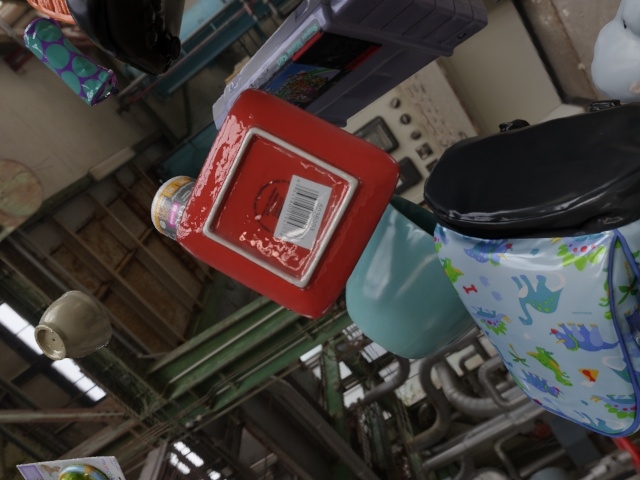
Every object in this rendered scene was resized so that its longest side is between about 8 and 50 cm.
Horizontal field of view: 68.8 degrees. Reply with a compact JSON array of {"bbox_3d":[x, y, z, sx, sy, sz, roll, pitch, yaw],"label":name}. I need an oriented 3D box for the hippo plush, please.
[{"bbox_3d":[0.495,-0.260,0.583,0.234,0.237,0.294,61,153,31],"label":"hippo plush"}]

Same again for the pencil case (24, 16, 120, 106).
[{"bbox_3d":[-0.413,-0.298,0.780,0.152,0.070,0.064,42,-174,-8],"label":"pencil case"}]

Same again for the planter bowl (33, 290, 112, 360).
[{"bbox_3d":[-0.601,0.216,1.112,0.162,0.162,0.109,54,-148,-6],"label":"planter bowl"}]

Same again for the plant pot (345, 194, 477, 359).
[{"bbox_3d":[0.187,0.083,0.905,0.293,0.235,0.293,27,-163,-9],"label":"plant pot"}]

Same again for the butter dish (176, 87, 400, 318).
[{"bbox_3d":[-0.025,-0.034,0.443,0.160,0.160,0.118,28,-170,7],"label":"butter dish"}]

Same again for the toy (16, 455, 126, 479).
[{"bbox_3d":[-0.519,0.526,0.976,0.056,0.237,0.137,-69,-32,-64],"label":"toy"}]

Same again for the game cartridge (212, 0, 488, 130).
[{"bbox_3d":[0.019,-0.236,0.657,0.230,0.355,0.068,-13,-95,-39],"label":"game cartridge"}]

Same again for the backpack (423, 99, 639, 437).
[{"bbox_3d":[0.308,0.053,0.563,0.355,0.273,0.290,41,161,-28],"label":"backpack"}]

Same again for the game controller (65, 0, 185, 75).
[{"bbox_3d":[-0.125,-0.297,0.357,0.067,0.319,0.166,10,-170,-11],"label":"game controller"}]

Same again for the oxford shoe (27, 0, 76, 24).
[{"bbox_3d":[-0.226,-0.339,0.571,0.133,0.364,0.130,-44,-42,-54],"label":"oxford shoe"}]

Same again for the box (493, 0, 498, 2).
[{"bbox_3d":[0.178,-0.242,0.298,0.029,0.162,0.116,50,166,19],"label":"box"}]

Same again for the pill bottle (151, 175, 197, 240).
[{"bbox_3d":[-0.254,-0.043,1.119,0.278,0.162,0.162,22,176,26],"label":"pill bottle"}]
